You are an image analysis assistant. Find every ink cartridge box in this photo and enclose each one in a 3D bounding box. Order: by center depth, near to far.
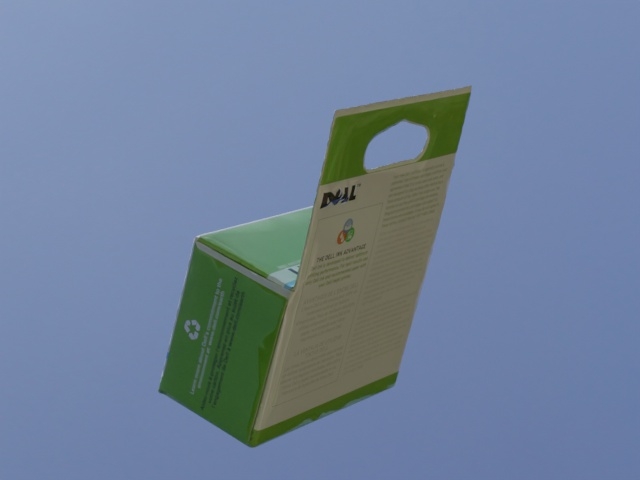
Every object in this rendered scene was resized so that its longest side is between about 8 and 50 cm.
[{"bbox_3d":[0.000,0.000,1.099,0.189,0.097,0.255,-16,-54,-52],"label":"ink cartridge box"}]
